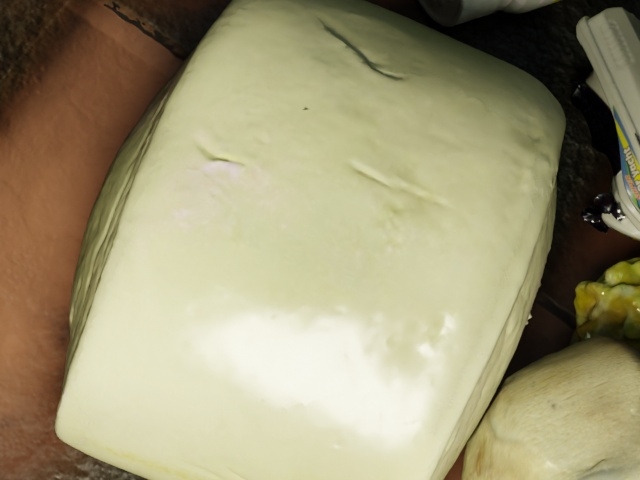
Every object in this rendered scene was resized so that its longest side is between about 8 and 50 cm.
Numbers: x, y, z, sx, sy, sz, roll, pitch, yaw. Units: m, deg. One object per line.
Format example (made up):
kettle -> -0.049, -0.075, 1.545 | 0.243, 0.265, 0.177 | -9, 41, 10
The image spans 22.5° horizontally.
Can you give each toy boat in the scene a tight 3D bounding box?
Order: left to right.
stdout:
toy boat -> 0.302, -0.085, 1.515 | 0.141, 0.141, 0.269 | 3, 64, -12

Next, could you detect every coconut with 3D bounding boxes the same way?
coconut -> 0.231, 0.183, 1.328 | 0.224, 0.224, 0.224 | 4, 70, -11

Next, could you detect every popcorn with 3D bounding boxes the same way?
popcorn -> 0.306, 0.102, 1.457 | 0.173, 0.142, 0.173 | 18, 60, -33

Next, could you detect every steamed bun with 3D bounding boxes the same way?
steamed bun -> 0.000, 0.000, 1.332 | 0.371, 0.290, 0.456 | 23, 67, -3

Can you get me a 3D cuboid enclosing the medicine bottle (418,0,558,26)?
medicine bottle -> 0.218, -0.303, 1.569 | 0.258, 0.143, 0.143 | -19, 76, -18
